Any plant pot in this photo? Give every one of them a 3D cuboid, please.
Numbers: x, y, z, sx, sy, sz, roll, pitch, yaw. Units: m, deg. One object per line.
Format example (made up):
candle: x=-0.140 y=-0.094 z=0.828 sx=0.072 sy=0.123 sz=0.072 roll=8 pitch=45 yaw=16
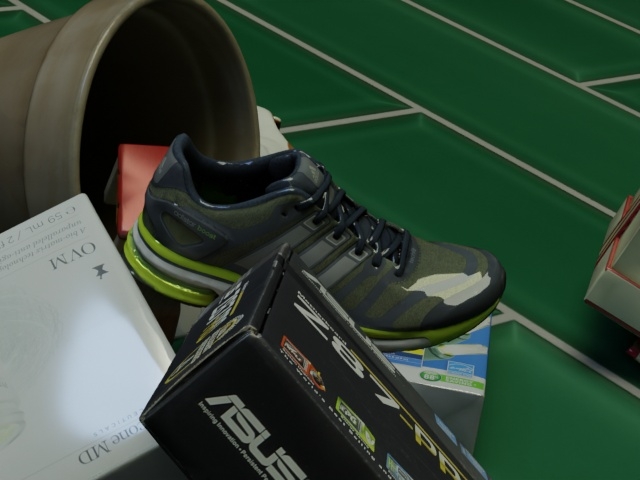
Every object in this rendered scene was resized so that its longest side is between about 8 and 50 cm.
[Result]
plant pot: x=-0.257 y=-0.086 z=1.714 sx=0.280 sy=0.323 sz=0.323 roll=4 pitch=19 yaw=30

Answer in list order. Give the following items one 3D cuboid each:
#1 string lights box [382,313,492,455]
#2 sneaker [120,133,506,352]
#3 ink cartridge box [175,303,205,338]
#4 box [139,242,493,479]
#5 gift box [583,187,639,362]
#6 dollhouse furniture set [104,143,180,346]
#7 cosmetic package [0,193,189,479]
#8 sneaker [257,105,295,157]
string lights box: x=0.092 y=0.108 z=1.650 sx=0.133 sy=0.077 sz=0.260 roll=11 pitch=24 yaw=3
sneaker: x=0.000 y=0.000 z=1.325 sx=0.300 sy=0.121 sz=0.111 roll=10 pitch=36 yaw=-5
ink cartridge box: x=-0.049 y=0.047 z=1.614 sx=0.180 sy=0.060 sz=0.104 roll=-10 pitch=-1 yaw=19
box: x=0.062 y=0.196 z=1.094 sx=0.395 sy=0.097 sz=0.318 roll=49 pitch=6 yaw=-4
gift box: x=0.441 y=0.024 z=1.772 sx=0.276 sy=0.258 sz=0.255 roll=35 pitch=27 yaw=6
dollhouse furniture set: x=-0.071 y=0.069 z=1.403 sx=0.201 sy=0.152 sz=0.374 roll=4 pitch=54 yaw=-12
cosmetic package: x=-0.203 y=0.126 z=1.177 sx=0.224 sy=0.138 sz=0.225 roll=-28 pitch=55 yaw=-9
sneaker: x=-0.129 y=-0.134 z=2.072 sx=0.123 sy=0.106 sz=0.290 roll=-7 pitch=38 yaw=-46
